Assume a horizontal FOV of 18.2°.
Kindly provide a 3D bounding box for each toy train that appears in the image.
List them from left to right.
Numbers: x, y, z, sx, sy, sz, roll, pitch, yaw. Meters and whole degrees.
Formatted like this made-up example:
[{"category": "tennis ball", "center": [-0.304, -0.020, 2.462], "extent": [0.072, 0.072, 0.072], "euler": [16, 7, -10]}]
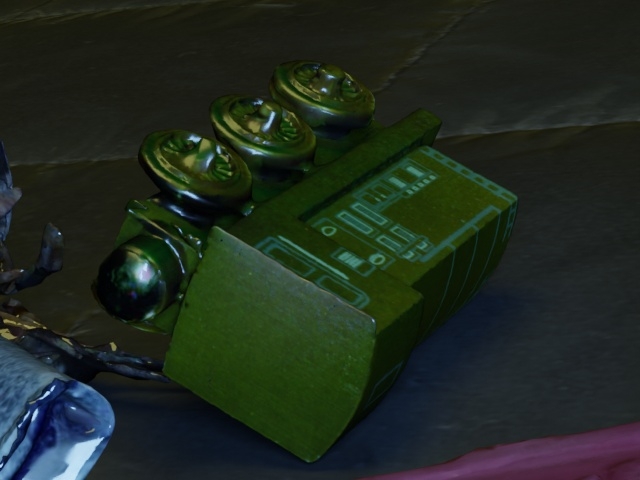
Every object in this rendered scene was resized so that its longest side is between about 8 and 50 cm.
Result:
[{"category": "toy train", "center": [0.000, 0.000, 0.856], "extent": [0.137, 0.090, 0.225], "euler": [30, 30, 15]}]

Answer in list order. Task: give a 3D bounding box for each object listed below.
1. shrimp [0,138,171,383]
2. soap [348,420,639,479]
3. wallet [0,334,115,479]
[{"category": "shrimp", "center": [-0.188, 0.012, 0.936], "extent": [0.343, 0.116, 0.145], "euler": [15, 64, 34]}, {"category": "soap", "center": [0.045, 0.118, 0.504], "extent": [0.250, 0.099, 0.162], "euler": [-11, 10, -3]}, {"category": "wallet", "center": [-0.151, 0.113, 0.527], "extent": [0.222, 0.036, 0.167], "euler": [-55, 27, -10]}]
